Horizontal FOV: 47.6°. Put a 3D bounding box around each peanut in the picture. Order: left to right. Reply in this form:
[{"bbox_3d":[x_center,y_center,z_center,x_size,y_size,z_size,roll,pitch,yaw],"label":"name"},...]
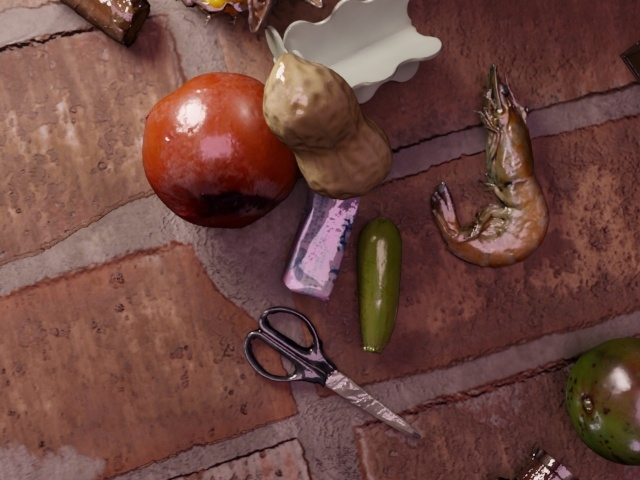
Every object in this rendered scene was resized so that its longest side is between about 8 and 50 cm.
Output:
[{"bbox_3d":[0.011,-0.125,0.882,0.124,0.257,0.123,-9,66,22],"label":"peanut"}]

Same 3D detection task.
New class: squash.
[{"bbox_3d":[0.082,0.066,1.051,0.066,0.066,0.201,3,94,-4],"label":"squash"}]

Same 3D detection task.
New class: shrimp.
[{"bbox_3d":[0.236,-0.103,1.066,0.169,0.058,0.295,-14,95,-1],"label":"shrimp"}]

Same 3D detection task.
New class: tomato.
[{"bbox_3d":[-0.128,-0.110,0.959,0.208,0.208,0.184,-21,75,-4],"label":"tomato"}]

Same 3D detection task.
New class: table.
[{"bbox_3d":[0.049,-0.259,1.003,0.198,0.166,0.166,-28,93,-11],"label":"table"},{"bbox_3d":[0.509,-0.268,1.065,0.070,0.082,0.083,-37,93,-3],"label":"table"}]

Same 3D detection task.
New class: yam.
[{"bbox_3d":[-0.309,-0.339,1.009,0.141,0.079,0.079,35,89,-3],"label":"yam"}]

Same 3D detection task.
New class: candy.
[{"bbox_3d":[0.000,0.000,1.029,0.073,0.092,0.160,18,88,-10],"label":"candy"}]

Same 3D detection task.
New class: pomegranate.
[{"bbox_3d":[0.466,0.225,1.035,0.224,0.181,0.181,-6,92,-20],"label":"pomegranate"}]

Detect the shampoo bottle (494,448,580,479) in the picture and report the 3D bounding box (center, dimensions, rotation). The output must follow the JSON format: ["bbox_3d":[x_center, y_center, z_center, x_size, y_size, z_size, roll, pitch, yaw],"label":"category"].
[{"bbox_3d":[0.248,0.450,1.062,0.129,0.084,0.323,40,87,-7],"label":"shampoo bottle"}]

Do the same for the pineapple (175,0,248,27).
[{"bbox_3d":[-0.139,-0.411,1.017,0.225,0.076,0.224,0,92,-8],"label":"pineapple"}]

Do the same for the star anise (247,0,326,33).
[{"bbox_3d":[-0.049,-0.364,0.951,0.172,0.063,0.207,25,89,11],"label":"star anise"}]

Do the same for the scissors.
[{"bbox_3d":[0.025,0.208,1.070,0.300,0.022,0.109,34,92,-5],"label":"scissors"}]
